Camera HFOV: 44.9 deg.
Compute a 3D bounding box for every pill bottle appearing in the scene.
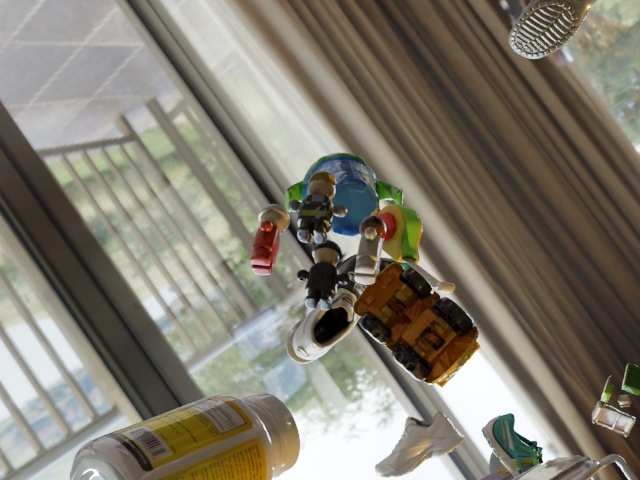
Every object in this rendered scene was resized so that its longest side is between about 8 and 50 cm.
[{"bbox_3d":[-0.194,0.349,1.194,0.334,0.187,0.188,-11,159,-47],"label":"pill bottle"}]

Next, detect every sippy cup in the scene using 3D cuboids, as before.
[{"bbox_3d":[0.070,-0.118,2.229,0.306,0.240,0.224,-34,-161,5],"label":"sippy cup"}]

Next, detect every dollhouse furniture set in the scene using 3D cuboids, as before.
[{"bbox_3d":[0.594,0.313,1.529,0.058,0.076,0.151,-53,155,-41],"label":"dollhouse furniture set"}]

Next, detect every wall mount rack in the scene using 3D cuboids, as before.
[{"bbox_3d":[0.368,0.471,1.291,0.304,0.130,0.350,-31,166,-7],"label":"wall mount rack"}]

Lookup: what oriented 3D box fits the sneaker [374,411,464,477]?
[{"bbox_3d":[0.219,0.481,1.845,0.232,0.115,0.090,-32,169,12],"label":"sneaker"}]

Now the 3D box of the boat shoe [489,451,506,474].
[{"bbox_3d":[0.555,0.734,2.336,0.078,0.219,0.070,-9,165,8],"label":"boat shoe"}]

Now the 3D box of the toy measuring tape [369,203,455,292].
[{"bbox_3d":[0.211,-0.003,1.774,0.121,0.121,0.330,-35,-142,-10],"label":"toy measuring tape"}]

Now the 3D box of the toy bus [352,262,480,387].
[{"bbox_3d":[0.195,0.170,1.473,0.149,0.220,0.211,-48,153,0],"label":"toy bus"}]

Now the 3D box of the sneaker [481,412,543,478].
[{"bbox_3d":[0.532,0.570,1.997,0.110,0.275,0.107,-37,180,4],"label":"sneaker"}]

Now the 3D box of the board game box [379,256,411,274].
[{"bbox_3d":[0.202,0.143,2.343,0.126,0.026,0.186,5,109,-31],"label":"board game box"}]

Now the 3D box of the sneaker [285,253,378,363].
[{"bbox_3d":[0.060,0.153,1.839,0.330,0.122,0.146,-54,-170,-27],"label":"sneaker"}]

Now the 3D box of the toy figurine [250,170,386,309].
[{"bbox_3d":[0.000,0.000,1.385,0.210,0.213,0.148,-34,-149,40],"label":"toy figurine"}]

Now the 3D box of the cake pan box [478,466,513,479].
[{"bbox_3d":[0.461,0.785,2.105,0.246,0.266,0.070,-13,-173,-36],"label":"cake pan box"}]

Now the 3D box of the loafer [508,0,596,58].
[{"bbox_3d":[0.425,-0.416,1.326,0.251,0.094,0.087,-46,-172,43],"label":"loafer"}]
